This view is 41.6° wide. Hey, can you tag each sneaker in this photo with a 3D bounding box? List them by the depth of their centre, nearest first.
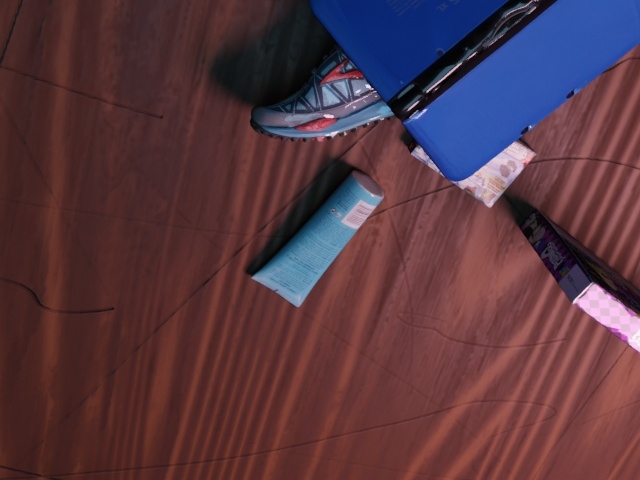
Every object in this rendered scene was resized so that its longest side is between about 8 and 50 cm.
[{"bbox_3d":[0.035,-0.198,1.001,0.262,0.104,0.125,-18,106,-6],"label":"sneaker"}]

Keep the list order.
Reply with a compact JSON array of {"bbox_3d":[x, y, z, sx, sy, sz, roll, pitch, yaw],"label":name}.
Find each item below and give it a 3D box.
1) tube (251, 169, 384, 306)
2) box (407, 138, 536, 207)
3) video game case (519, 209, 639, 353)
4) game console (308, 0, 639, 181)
[{"bbox_3d":[0.000,0.000,1.109,0.080,0.052,0.207,35,113,-14],"label":"tube"},{"bbox_3d":[0.194,-0.115,1.081,0.137,0.027,0.094,32,110,-19],"label":"box"},{"bbox_3d":[0.378,0.075,1.088,0.232,0.210,0.042,35,108,-20],"label":"video game case"},{"bbox_3d":[0.180,-0.249,0.926,0.293,0.173,0.250,-39,82,8],"label":"game console"}]
